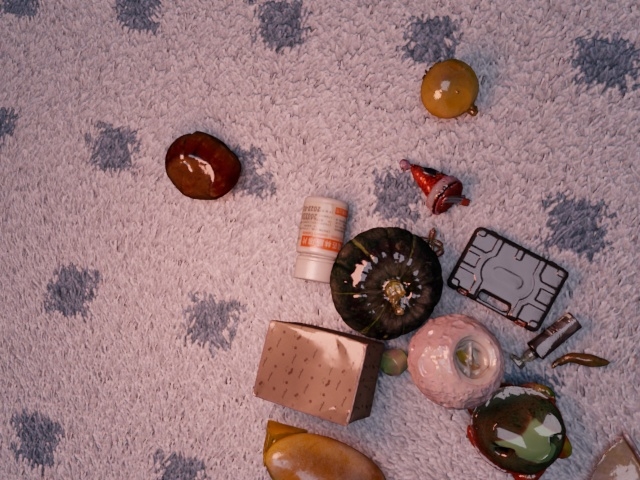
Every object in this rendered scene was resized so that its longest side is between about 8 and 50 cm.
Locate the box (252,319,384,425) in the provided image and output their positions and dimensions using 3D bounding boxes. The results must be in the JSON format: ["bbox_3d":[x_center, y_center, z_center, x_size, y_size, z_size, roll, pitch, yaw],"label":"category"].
[{"bbox_3d":[0.000,0.363,1.622,0.297,0.190,0.225,11,84,23],"label":"box"}]

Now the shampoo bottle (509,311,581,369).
[{"bbox_3d":[0.628,0.283,1.602,0.208,0.057,0.063,-40,78,4],"label":"shampoo bottle"}]

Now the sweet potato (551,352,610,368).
[{"bbox_3d":[0.720,0.332,1.589,0.153,0.038,0.041,-4,60,12],"label":"sweet potato"}]

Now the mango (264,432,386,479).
[{"bbox_3d":[0.015,0.660,1.582,0.384,0.199,0.221,27,56,-13],"label":"mango"}]

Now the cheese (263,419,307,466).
[{"bbox_3d":[-0.126,0.590,1.655,0.126,0.171,0.093,12,84,14],"label":"cheese"}]

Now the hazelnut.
[{"bbox_3d":[-0.371,-0.230,1.801,0.234,0.218,0.218,35,91,-6],"label":"hazelnut"}]

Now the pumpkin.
[{"bbox_3d":[0.185,0.118,1.614,0.323,0.241,0.323,0,92,-3],"label":"pumpkin"}]

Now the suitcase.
[{"bbox_3d":[0.531,0.109,1.637,0.286,0.066,0.206,29,89,13],"label":"suitcase"}]

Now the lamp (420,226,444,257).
[{"bbox_3d":[0.337,0.011,1.706,0.063,0.031,0.083,-36,82,7],"label":"lamp"}]

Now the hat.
[{"bbox_3d":[0.327,-0.177,1.705,0.140,0.129,0.227,-23,55,-33],"label":"hat"}]

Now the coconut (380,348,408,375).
[{"bbox_3d":[0.207,0.355,1.666,0.081,0.082,0.083,-30,80,-32],"label":"coconut"}]

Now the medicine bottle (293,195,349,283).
[{"bbox_3d":[0.000,0.000,1.717,0.145,0.144,0.252,10,87,12],"label":"medicine bottle"}]

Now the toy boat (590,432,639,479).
[{"bbox_3d":[0.825,0.710,1.500,0.276,0.111,0.293,-47,65,3],"label":"toy boat"}]

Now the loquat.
[{"bbox_3d":[0.385,-0.439,1.690,0.204,0.149,0.172,40,88,2],"label":"loquat"}]

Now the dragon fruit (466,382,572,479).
[{"bbox_3d":[0.543,0.516,1.561,0.295,0.130,0.268,16,82,13],"label":"dragon fruit"}]

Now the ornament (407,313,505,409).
[{"bbox_3d":[0.360,0.328,1.558,0.259,0.225,0.259,4,74,-15],"label":"ornament"}]
